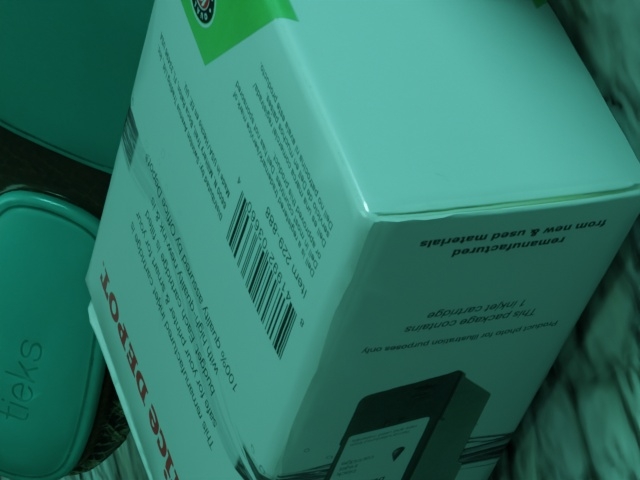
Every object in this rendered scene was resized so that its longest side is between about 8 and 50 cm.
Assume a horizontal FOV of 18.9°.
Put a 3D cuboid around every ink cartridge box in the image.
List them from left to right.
[{"bbox_3d":[0.000,0.000,0.827,0.289,0.121,0.211,112,144,-48],"label":"ink cartridge box"}]

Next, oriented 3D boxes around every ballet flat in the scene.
[{"bbox_3d":[-0.115,-0.065,1.033,0.483,0.164,0.182,110,-177,-45],"label":"ballet flat"}]
